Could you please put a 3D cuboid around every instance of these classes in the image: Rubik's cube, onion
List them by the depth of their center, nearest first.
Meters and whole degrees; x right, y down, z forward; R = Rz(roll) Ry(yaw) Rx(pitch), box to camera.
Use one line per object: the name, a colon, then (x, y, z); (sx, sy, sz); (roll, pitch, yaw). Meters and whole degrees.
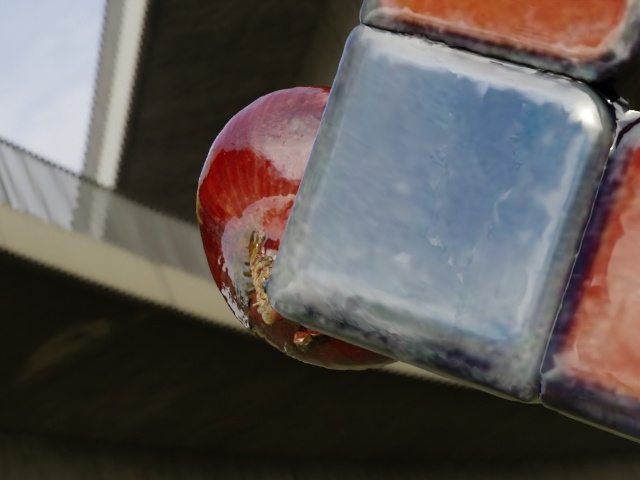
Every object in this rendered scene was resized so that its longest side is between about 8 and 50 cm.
Rubik's cube: (0.199, -0.052, 0.882); (0.318, 0.313, 0.316); (18, 1, 21)
onion: (0.006, -0.006, 1.300); (0.248, 0.248, 0.161); (-28, -3, 16)
